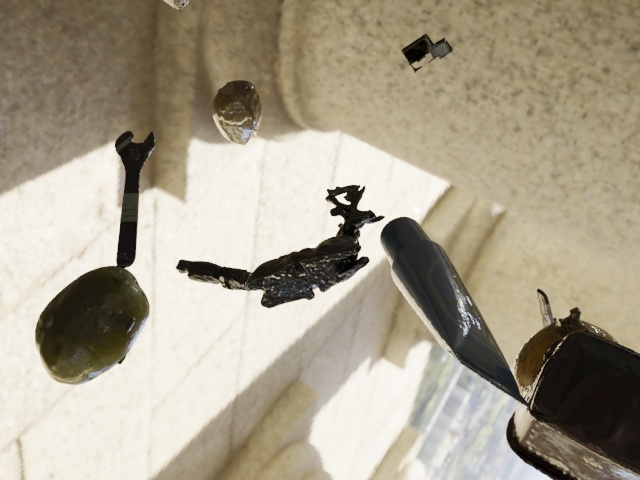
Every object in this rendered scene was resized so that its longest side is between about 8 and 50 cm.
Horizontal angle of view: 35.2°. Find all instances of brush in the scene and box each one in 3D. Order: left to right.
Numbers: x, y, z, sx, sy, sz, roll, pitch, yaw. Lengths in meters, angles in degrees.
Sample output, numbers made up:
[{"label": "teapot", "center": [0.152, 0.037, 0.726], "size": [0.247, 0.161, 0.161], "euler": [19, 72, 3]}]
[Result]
[{"label": "brush", "center": [0.466, 0.162, 2.031], "size": [0.036, 0.043, 0.248], "euler": [-37, 145, -5]}]

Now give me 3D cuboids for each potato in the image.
[{"label": "potato", "center": [-0.435, 0.157, 1.918], "size": [0.228, 0.197, 0.148], "euler": [-31, 158, -7]}]

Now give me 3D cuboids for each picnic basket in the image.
[{"label": "picnic basket", "center": [0.406, 0.236, 1.311], "size": [0.223, 0.296, 0.129], "euler": [-57, 159, -20]}]

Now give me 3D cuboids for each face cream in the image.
[{"label": "face cream", "center": [0.169, 0.084, 1.398], "size": [0.086, 0.135, 0.385], "euler": [-48, -150, 13]}]

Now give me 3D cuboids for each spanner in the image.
[{"label": "spanner", "center": [-0.364, -0.087, 1.959], "size": [0.024, 0.087, 0.316], "euler": [59, 24, -55]}]

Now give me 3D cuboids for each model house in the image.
[{"label": "model house", "center": [0.198, -0.354, 1.885], "size": [0.083, 0.057, 0.058], "euler": [-34, -169, 13]}]

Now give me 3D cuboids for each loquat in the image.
[{"label": "loquat", "center": [0.429, 0.224, 1.723], "size": [0.213, 0.213, 0.246], "euler": [-38, 128, -52]}]

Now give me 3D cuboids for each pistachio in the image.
[{"label": "pistachio", "center": [-0.200, -0.315, 2.503], "size": [0.129, 0.131, 0.206], "euler": [-33, 156, -10]}]

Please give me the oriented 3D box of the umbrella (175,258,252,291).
[{"label": "umbrella", "center": [-0.252, 0.081, 2.387], "size": [0.066, 0.235, 0.059], "euler": [45, 62, -46]}]

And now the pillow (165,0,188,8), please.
[{"label": "pillow", "center": [-0.308, -0.460, 1.667], "size": [0.135, 0.211, 0.034], "euler": [101, 15, -57]}]

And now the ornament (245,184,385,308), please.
[{"label": "ornament", "center": [0.000, 0.000, 1.546], "size": [0.080, 0.202, 0.236], "euler": [58, 26, -23]}]
